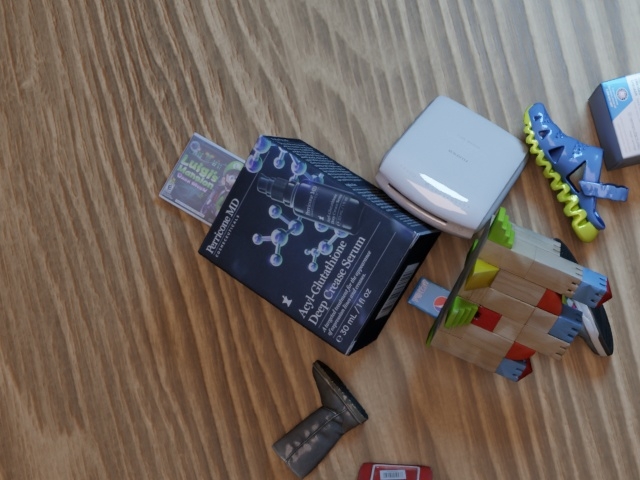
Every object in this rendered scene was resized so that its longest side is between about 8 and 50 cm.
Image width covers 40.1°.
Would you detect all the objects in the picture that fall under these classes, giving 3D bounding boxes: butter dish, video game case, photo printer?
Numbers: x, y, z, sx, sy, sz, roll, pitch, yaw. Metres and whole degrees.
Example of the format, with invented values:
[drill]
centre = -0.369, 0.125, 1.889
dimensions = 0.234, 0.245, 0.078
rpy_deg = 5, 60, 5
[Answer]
[butter dish]
centre = 0.159, 0.559, 1.879
dimensions = 0.160, 0.160, 0.118
rpy_deg = 0, 109, 9
[video game case]
centre = -0.254, -0.131, 2.033
dimensions = 0.190, 0.022, 0.173
rpy_deg = 30, 90, 9
[photo printer]
centre = 0.273, -0.150, 1.837
dimensions = 0.256, 0.107, 0.307
rpy_deg = 33, 49, 9

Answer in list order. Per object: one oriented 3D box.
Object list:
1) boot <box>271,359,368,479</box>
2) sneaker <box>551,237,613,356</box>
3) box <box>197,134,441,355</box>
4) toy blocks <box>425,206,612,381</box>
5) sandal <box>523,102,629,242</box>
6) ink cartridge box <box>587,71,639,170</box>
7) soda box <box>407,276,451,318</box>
[boot]
centre = -0.023, 0.396, 1.946
dimensions = 0.208, 0.076, 0.189
rpy_deg = -39, 80, 10
[sneaker]
centre = 0.487, 0.146, 1.864
dimensions = 0.178, 0.124, 0.295
rpy_deg = -24, 109, 32
[box]
centre = 0.000, 0.000, 1.846
dimensions = 0.395, 0.212, 0.293
rpy_deg = 33, 104, 16
[toy blocks]
centre = 0.395, 0.133, 1.733
dimensions = 0.261, 0.190, 0.381
rpy_deg = 24, 126, 2
[sandal]
centre = 0.542, -0.160, 1.866
dimensions = 0.138, 0.126, 0.317
rpy_deg = -31, 91, 23
[ink cartridge box]
centre = 0.709, -0.264, 1.835
dimensions = 0.233, 0.168, 0.171
rpy_deg = -15, 84, 6
[soda box]
centre = 0.297, 0.157, 1.911
dimensions = 0.210, 0.071, 0.067
rpy_deg = 30, 91, 9
